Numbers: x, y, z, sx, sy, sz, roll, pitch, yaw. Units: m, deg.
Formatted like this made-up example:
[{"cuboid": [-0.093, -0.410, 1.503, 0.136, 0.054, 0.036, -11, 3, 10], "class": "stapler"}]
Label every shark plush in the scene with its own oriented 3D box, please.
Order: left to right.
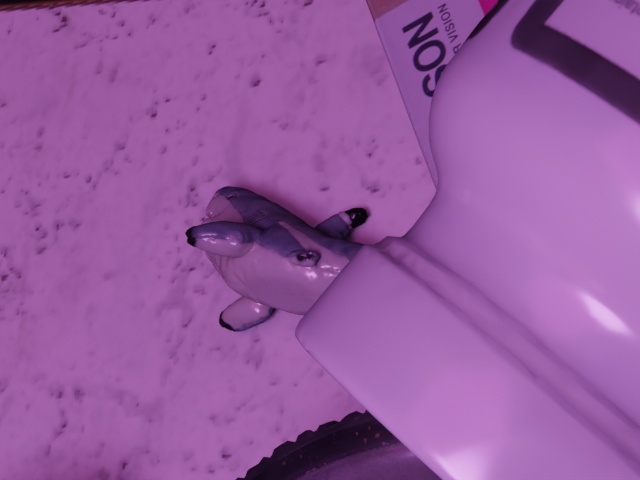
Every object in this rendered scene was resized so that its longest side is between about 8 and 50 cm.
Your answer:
[{"cuboid": [0.000, 0.000, 0.882, 0.161, 0.073, 0.067, -2, 40, 37], "class": "shark plush"}]

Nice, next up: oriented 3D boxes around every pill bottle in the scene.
[{"cuboid": [0.170, -0.051, 0.589, 0.363, 0.210, 0.210, -50, 54, 0], "class": "pill bottle"}]

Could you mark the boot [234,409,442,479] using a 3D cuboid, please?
[{"cuboid": [0.111, 0.171, 0.704, 0.338, 0.118, 0.222, -19, 65, 26], "class": "boot"}]

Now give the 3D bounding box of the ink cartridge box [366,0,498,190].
[{"cuboid": [0.146, -0.064, 0.791, 0.193, 0.088, 0.234, -29, 59, 18], "class": "ink cartridge box"}]
